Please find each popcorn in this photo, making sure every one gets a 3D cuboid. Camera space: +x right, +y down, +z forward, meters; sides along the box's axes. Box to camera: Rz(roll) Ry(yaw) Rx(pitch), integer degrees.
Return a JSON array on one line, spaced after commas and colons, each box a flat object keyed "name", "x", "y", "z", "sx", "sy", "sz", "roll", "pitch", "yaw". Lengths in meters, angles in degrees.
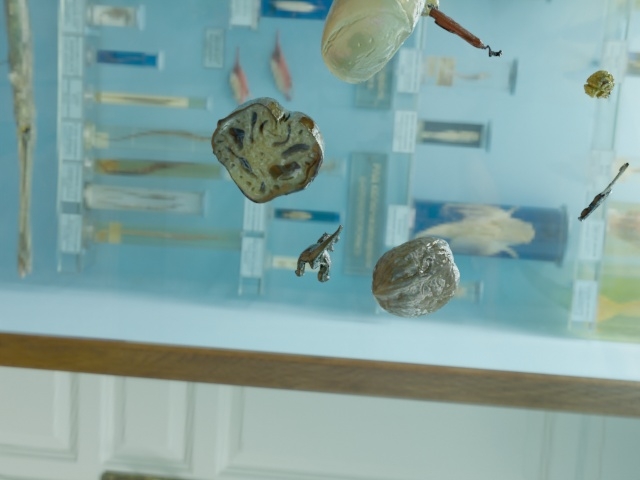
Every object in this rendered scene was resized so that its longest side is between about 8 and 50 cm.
[{"name": "popcorn", "x": 0.777, "y": -0.431, "z": 2.388, "sx": 0.084, "sy": 0.084, "sz": 0.084, "roll": 4, "pitch": 90, "yaw": -86}]

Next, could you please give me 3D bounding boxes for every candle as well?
[{"name": "candle", "x": 0.259, "y": -0.369, "z": 1.550, "sx": 0.026, "sy": 0.167, "sz": 0.021, "roll": -52, "pitch": 153, "yaw": 8}]

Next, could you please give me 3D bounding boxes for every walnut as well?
[{"name": "walnut", "x": 0.213, "y": 0.088, "z": 1.967, "sx": 0.178, "sy": 0.230, "sz": 0.178, "roll": 36, "pitch": -44, "yaw": 46}]

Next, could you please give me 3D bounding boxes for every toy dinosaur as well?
[{"name": "toy dinosaur", "x": 0.000, "y": 0.000, "z": 1.989, "sx": 0.187, "sy": 0.087, "sz": 0.179, "roll": -78, "pitch": 180, "yaw": -63}]

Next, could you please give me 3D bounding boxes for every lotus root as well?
[{"name": "lotus root", "x": -0.082, "y": -0.197, "z": 1.641, "sx": 0.188, "sy": 0.199, "sz": 0.180, "roll": 61, "pitch": 26, "yaw": -22}]

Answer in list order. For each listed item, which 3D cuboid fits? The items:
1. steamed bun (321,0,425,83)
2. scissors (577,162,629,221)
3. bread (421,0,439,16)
[{"name": "steamed bun", "x": 0.094, "y": -0.439, "z": 1.702, "sx": 0.250, "sy": 0.154, "sz": 0.200, "roll": -42, "pitch": -159, "yaw": 57}, {"name": "scissors", "x": 0.698, "y": -0.124, "z": 2.108, "sx": 0.109, "sy": 0.022, "sz": 0.300, "roll": -41, "pitch": 164, "yaw": -13}, {"name": "bread", "x": 0.197, "y": -0.692, "z": 2.235, "sx": 0.099, "sy": 0.235, "sz": 0.210, "roll": -55, "pitch": 153, "yaw": 0}]
